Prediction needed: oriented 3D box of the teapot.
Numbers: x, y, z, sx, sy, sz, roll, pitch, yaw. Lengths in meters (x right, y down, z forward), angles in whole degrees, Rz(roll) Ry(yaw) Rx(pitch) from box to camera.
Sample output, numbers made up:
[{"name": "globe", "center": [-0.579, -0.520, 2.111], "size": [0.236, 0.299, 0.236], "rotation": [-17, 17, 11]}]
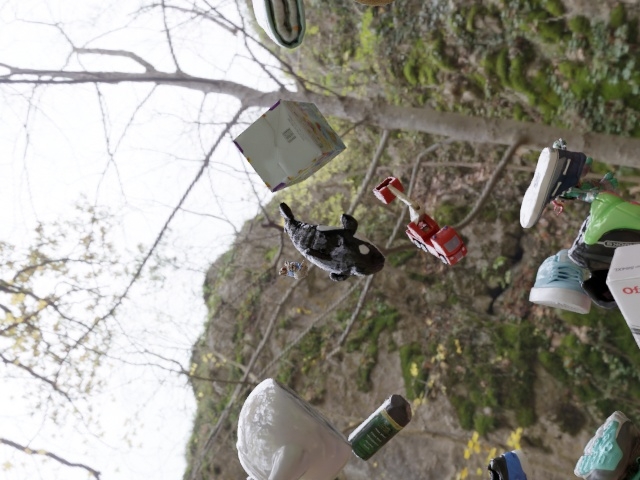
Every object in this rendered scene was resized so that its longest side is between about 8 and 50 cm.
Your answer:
[{"name": "teapot", "center": [-0.076, 0.410, 1.185], "size": [0.187, 0.252, 0.256], "rotation": [-51, -39, -7]}]

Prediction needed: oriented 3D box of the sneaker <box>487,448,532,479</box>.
[{"name": "sneaker", "center": [0.361, 0.478, 1.117], "size": [0.058, 0.084, 0.152], "rotation": [127, 131, -71]}]

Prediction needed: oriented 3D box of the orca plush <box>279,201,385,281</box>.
[{"name": "orca plush", "center": [0.000, 0.000, 1.313], "size": [0.102, 0.287, 0.151], "rotation": [-8, -48, -53]}]

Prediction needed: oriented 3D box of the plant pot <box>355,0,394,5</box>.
[{"name": "plant pot", "center": [0.123, -0.598, 1.204], "size": [0.236, 0.032, 0.236], "rotation": [-8, -62, -16]}]

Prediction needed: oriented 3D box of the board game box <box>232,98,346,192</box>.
[{"name": "board game box", "center": [-0.060, -0.216, 1.351], "size": [0.142, 0.144, 0.275], "rotation": [-37, 1, 17]}]

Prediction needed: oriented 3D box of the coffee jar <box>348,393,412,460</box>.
[{"name": "coffee jar", "center": [0.162, 0.496, 1.591], "size": [0.184, 0.079, 0.096], "rotation": [-48, -4, 16]}]

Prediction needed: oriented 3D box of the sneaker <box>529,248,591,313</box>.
[{"name": "sneaker", "center": [0.602, 0.092, 1.500], "size": [0.366, 0.135, 0.150], "rotation": [1, -80, -78]}]

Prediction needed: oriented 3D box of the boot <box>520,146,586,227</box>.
[{"name": "boot", "center": [0.498, -0.105, 1.278], "size": [0.069, 0.086, 0.190], "rotation": [-90, 8, -55]}]

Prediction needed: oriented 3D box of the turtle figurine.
[{"name": "turtle figurine", "center": [0.571, -0.143, 1.358], "size": [0.234, 0.175, 0.118], "rotation": [-8, -27, -41]}]

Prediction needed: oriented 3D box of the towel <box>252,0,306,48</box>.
[{"name": "towel", "center": [-0.116, -0.648, 1.344], "size": [0.320, 0.090, 0.374], "rotation": [-111, 12, -59]}]

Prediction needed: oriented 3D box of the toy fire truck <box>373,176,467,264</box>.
[{"name": "toy fire truck", "center": [0.189, -0.041, 1.140], "size": [0.047, 0.192, 0.135], "rotation": [-39, -58, -7]}]

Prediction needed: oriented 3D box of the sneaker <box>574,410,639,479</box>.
[{"name": "sneaker", "center": [0.260, 0.188, 0.482], "size": [0.065, 0.076, 0.166], "rotation": [-57, -40, 0]}]

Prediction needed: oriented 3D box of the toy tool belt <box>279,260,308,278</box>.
[{"name": "toy tool belt", "center": [-0.075, 0.074, 1.683], "size": [0.052, 0.083, 0.051], "rotation": [-32, -53, -60]}]

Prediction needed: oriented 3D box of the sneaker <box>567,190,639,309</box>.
[{"name": "sneaker", "center": [0.678, 0.069, 1.310], "size": [0.483, 0.185, 0.202], "rotation": [32, -81, -34]}]

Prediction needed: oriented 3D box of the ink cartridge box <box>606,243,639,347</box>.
[{"name": "ink cartridge box", "center": [0.525, 0.098, 0.851], "size": [0.203, 0.148, 0.086], "rotation": [56, -132, -20]}]
